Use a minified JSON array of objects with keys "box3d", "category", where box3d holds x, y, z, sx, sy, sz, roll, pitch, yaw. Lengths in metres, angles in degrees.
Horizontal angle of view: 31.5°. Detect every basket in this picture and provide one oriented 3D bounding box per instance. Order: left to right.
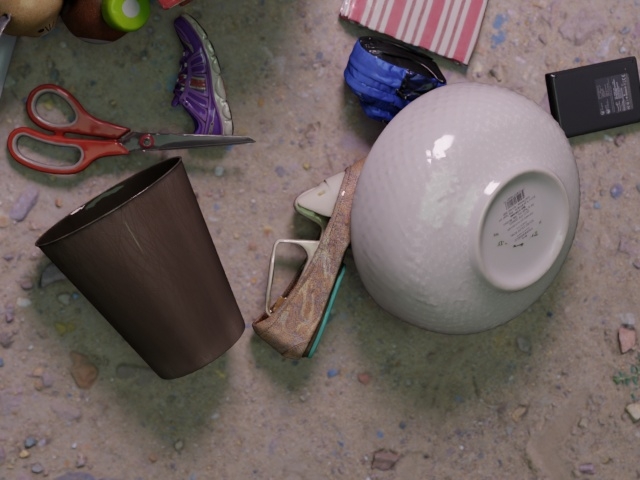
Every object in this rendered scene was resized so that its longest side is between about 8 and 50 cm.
[{"box3d":[-0.201,0.044,1.401,0.204,0.154,0.226,-33,107,-8],"category":"basket"}]

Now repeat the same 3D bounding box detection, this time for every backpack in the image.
[{"box3d":[0.089,-0.205,1.479,0.120,0.098,0.101,21,108,-18],"category":"backpack"}]

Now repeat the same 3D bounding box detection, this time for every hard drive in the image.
[{"box3d":[0.387,-0.201,1.600,0.135,0.022,0.094,-13,99,-14],"category":"hard drive"}]

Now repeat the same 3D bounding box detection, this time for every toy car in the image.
[{"box3d":[-0.318,-0.261,1.290,0.188,0.155,0.149,-39,117,-18],"category":"toy car"}]

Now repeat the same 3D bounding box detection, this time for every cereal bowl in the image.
[{"box3d":[0.212,-0.029,1.452,0.339,0.141,0.338,-12,112,-32],"category":"cereal bowl"}]

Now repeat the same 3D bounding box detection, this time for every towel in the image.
[{"box3d":[0.133,-0.331,1.517,0.197,0.029,0.144,18,90,-19],"category":"towel"}]

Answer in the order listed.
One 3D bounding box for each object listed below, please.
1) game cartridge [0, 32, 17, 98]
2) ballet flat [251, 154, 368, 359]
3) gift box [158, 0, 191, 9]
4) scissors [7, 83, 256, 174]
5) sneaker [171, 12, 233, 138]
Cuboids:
[{"box3d":[-0.471,-0.201,1.334,0.196,0.060,0.294,16,86,-22],"category":"game cartridge"},{"box3d":[0.000,0.000,1.476,0.106,0.107,0.316,25,88,-3],"category":"ballet flat"},{"box3d":[-0.151,-0.420,1.315,0.276,0.258,0.255,-23,104,7],"category":"gift box"},{"box3d":[-0.236,-0.114,1.417,0.297,0.021,0.109,14,91,-8],"category":"scissors"},{"box3d":[-0.159,-0.200,1.429,0.071,0.068,0.169,-15,100,-8],"category":"sneaker"}]
